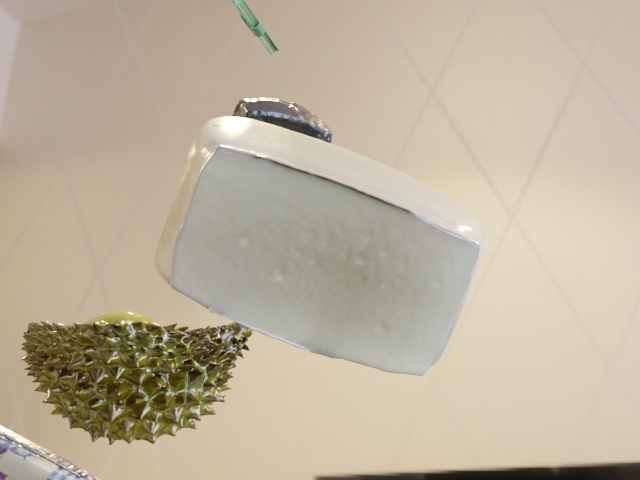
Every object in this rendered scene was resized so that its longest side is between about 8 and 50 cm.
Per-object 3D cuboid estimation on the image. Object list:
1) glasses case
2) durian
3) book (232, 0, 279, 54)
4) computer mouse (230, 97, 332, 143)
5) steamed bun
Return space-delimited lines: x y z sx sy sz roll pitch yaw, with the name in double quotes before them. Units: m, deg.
"glasses case" -0.407 0.332 1.309 0.327 0.125 0.076 25 12 9
"durian" -0.230 0.166 1.279 0.306 0.172 0.166 -7 14 -16
"book" -0.102 -0.300 1.246 0.017 0.103 0.135 -35 -25 4
"computer mouse" -0.096 -0.103 1.606 0.170 0.100 0.269 13 -69 -26
"steamed bun" 0.000 0.000 0.781 0.242 0.146 0.164 20 13 -7
